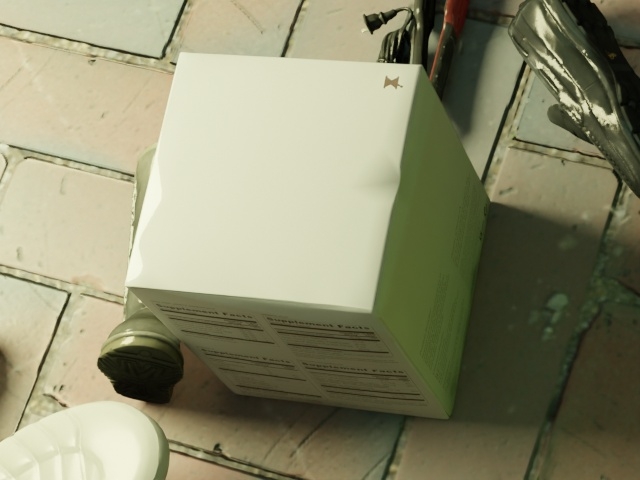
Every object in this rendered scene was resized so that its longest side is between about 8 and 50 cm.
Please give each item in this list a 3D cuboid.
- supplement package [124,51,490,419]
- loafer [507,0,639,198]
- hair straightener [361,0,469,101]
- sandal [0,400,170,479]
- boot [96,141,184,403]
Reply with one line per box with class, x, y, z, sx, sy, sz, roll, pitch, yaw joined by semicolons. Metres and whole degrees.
supplement package;0.000;0.000;1.551;0.198;0.263;0.199;5;70;19
loafer;0.229;-0.115;1.642;0.078;0.076;0.223;-46;61;35
hair straightener;0.079;-0.172;1.726;0.089;0.047;0.230;7;75;19
sandal;-0.268;0.289;1.616;0.416;0.102;0.169;-43;48;11
boot;-0.134;0.018;1.640;0.076;0.189;0.208;14;74;-6
